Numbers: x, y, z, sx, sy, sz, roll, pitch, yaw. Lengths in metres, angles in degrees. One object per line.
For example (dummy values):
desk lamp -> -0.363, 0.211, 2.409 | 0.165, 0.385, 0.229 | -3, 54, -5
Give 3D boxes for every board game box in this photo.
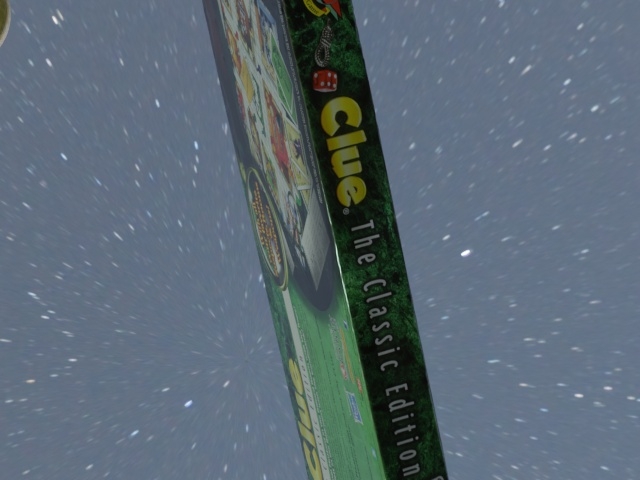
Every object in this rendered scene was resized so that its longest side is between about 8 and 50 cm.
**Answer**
board game box -> 0.000, 0.000, 0.576 | 0.030, 0.136, 0.260 | -16, -74, -16

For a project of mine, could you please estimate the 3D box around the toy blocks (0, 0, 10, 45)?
toy blocks -> -0.205, -0.091, 0.709 | 0.123, 0.148, 0.054 | -20, -97, -6
